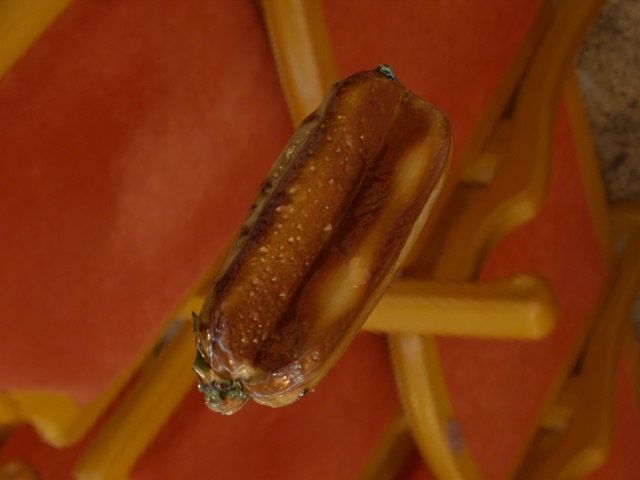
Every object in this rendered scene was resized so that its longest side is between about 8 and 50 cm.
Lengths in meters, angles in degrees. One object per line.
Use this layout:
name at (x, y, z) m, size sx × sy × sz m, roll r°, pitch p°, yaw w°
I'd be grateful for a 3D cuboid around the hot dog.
hot dog at (0.000, 0.000, 0.455) m, size 0.049 × 0.122 × 0.037 m, roll 32°, pitch 154°, yaw 3°
